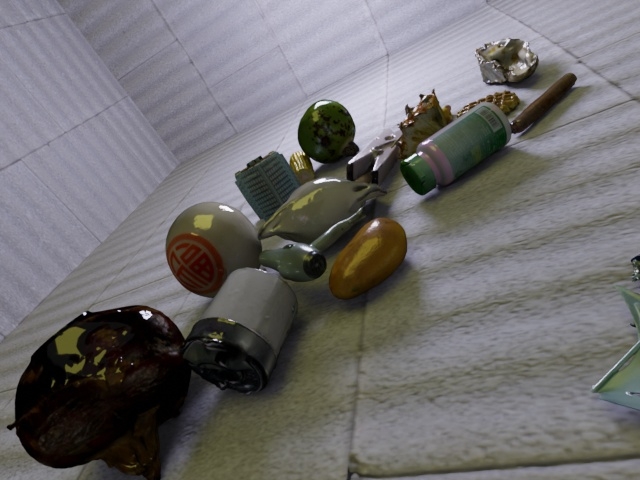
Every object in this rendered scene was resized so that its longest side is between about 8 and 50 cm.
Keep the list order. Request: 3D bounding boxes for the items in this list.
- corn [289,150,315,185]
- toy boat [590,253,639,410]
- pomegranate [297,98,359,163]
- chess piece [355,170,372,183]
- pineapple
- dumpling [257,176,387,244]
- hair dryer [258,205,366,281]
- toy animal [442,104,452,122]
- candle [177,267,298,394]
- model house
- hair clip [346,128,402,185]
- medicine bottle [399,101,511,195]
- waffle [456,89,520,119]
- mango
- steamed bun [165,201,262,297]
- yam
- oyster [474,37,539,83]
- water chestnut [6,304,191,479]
[{"bbox_3d":[-0.076,-0.300,1.635,0.093,0.093,0.244,-30,28,5],"label":"corn"},{"bbox_3d":[0.445,0.087,0.493,0.291,0.070,0.210,-29,25,12],"label":"toy boat"},{"bbox_3d":[0.034,-0.419,1.576,0.270,0.254,0.254,39,68,20],"label":"pomegranate"},{"bbox_3d":[0.137,-0.211,1.329,0.083,0.038,0.083,-26,27,15],"label":"chess piece"},{"bbox_3d":[0.320,-0.321,1.203,0.186,0.236,0.114,16,46,4],"label":"pineapple"},{"bbox_3d":[-0.004,-0.079,1.130,0.341,0.181,0.260,-44,7,-1],"label":"dumpling"},{"bbox_3d":[-0.034,0.011,0.971,0.229,0.092,0.267,-10,24,39],"label":"hair dryer"},{"bbox_3d":[0.411,-0.421,1.359,0.159,0.070,0.083,-35,-16,-33],"label":"toy animal"},{"bbox_3d":[-0.148,0.156,0.868,0.187,0.187,0.330,-15,31,30],"label":"candle"},{"bbox_3d":[-0.176,-0.188,1.427,0.198,0.224,0.215,-31,23,-2],"label":"model house"},{"bbox_3d":[0.193,-0.270,1.287,0.101,0.085,0.331,10,37,26],"label":"hair clip"},{"bbox_3d":[0.346,-0.233,1.045,0.274,0.133,0.133,-33,27,-5],"label":"medicine bottle"},{"bbox_3d":[0.523,-0.415,1.262,0.191,0.038,0.191,-24,29,14],"label":"waffle"},{"bbox_3d":[0.104,0.039,0.875,0.147,0.109,0.227,5,46,50],"label":"mango"},{"bbox_3d":[-0.309,0.038,1.112,0.283,0.283,0.177,-17,14,26],"label":"steamed bun"},{"bbox_3d":[0.608,-0.374,1.096,0.264,0.046,0.046,-41,28,-16],"label":"yam"},{"bbox_3d":[0.638,-0.611,1.390,0.166,0.110,0.341,-38,30,1],"label":"oyster"},{"bbox_3d":[-0.404,0.318,0.803,0.335,0.347,0.335,-37,-10,-8],"label":"water chestnut"}]
